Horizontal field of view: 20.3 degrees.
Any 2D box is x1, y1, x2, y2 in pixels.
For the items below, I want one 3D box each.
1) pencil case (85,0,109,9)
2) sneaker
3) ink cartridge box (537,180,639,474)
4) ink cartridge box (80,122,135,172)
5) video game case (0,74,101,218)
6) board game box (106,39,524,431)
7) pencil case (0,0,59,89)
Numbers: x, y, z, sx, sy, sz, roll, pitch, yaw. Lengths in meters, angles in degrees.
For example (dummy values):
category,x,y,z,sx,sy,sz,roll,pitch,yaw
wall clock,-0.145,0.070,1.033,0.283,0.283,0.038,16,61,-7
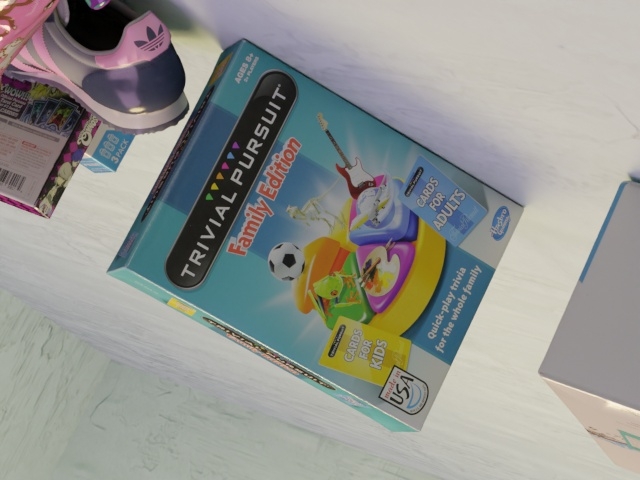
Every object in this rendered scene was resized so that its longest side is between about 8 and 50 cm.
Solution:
category,x,y,z,sx,sy,sz,roll,pitch,yaw
pencil case,-0.241,-0.270,1.590,0.152,0.064,0.070,34,149,-27
sneaker,-0.260,-0.222,1.796,0.319,0.112,0.131,24,139,30
ink cartridge box,0.354,0.108,1.611,0.197,0.198,0.270,18,165,30
ink cartridge box,-0.289,-0.164,2.000,0.181,0.104,0.061,33,165,-27
video game case,-0.338,-0.152,1.914,0.232,0.210,0.042,19,165,27
board game box,0.000,0.000,1.750,0.336,0.253,0.079,30,166,-15
pencil case,-0.290,-0.209,1.480,0.160,0.167,0.386,5,156,-26
